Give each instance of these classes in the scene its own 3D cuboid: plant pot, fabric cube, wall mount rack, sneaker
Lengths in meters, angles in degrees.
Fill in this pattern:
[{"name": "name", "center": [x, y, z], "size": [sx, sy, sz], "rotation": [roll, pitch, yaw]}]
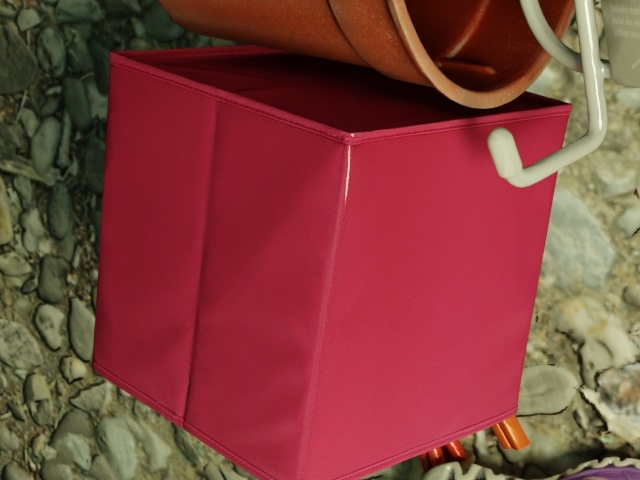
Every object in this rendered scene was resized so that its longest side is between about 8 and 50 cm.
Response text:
[{"name": "plant pot", "center": [0.017, -0.242, 0.911], "size": [0.265, 0.272, 0.272], "rotation": [10, 112, 37]}, {"name": "fabric cube", "center": [0.000, 0.000, 0.955], "size": [0.259, 0.254, 0.258], "rotation": [23, 115, 41]}, {"name": "wall mount rack", "center": [0.169, -0.159, 0.675], "size": [0.350, 0.130, 0.304], "rotation": [24, 134, 57]}, {"name": "sneaker", "center": [0.191, 0.244, 1.033], "size": [0.236, 0.104, 0.095], "rotation": [-5, 116, 17]}]

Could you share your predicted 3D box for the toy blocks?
[{"name": "toy blocks", "center": [0.130, 0.167, 1.098], "size": [0.123, 0.054, 0.148], "rotation": [-21, 96, 34]}]
